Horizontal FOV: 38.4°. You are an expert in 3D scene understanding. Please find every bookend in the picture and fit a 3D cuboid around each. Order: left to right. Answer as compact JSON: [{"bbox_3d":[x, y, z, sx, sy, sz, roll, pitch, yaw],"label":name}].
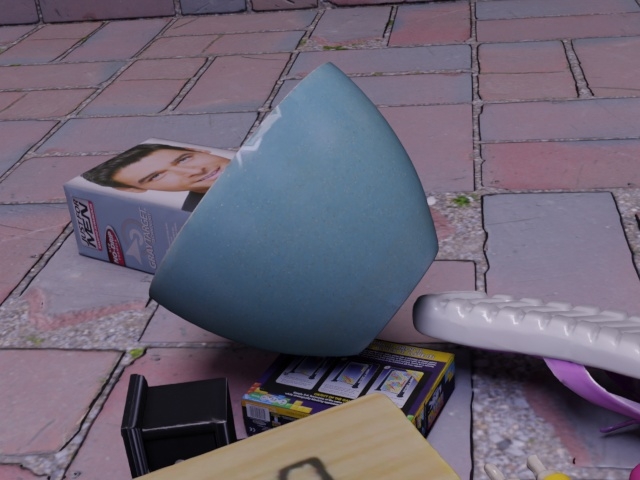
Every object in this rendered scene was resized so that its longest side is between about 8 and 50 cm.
[{"bbox_3d":[-0.067,0.183,0.742,0.157,0.156,0.072,-6,27,-3],"label":"bookend"}]

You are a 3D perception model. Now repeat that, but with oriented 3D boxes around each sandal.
[{"bbox_3d":[0.274,0.124,0.859,0.416,0.102,0.169,12,11,42],"label":"sandal"}]

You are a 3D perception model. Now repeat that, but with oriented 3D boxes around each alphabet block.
[{"bbox_3d":[0.000,0.243,0.577,0.197,0.192,0.193,-15,30,-20],"label":"alphabet block"}]

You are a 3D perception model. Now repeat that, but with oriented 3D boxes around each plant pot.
[{"bbox_3d":[0.000,0.000,0.904,0.195,0.290,0.290,37,36,2],"label":"plant pot"}]

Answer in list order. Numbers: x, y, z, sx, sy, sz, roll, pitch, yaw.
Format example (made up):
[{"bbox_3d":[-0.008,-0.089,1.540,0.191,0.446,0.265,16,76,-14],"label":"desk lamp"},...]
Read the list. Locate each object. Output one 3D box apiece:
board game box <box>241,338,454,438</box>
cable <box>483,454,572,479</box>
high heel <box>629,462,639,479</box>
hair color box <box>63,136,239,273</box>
[{"bbox_3d":[0.030,0.151,0.905,0.170,0.048,0.141,8,28,26],"label":"board game box"},{"bbox_3d":[0.197,0.261,0.632,0.139,0.072,0.287,-26,33,-24],"label":"cable"},{"bbox_3d":[0.428,0.155,0.671,0.377,0.181,0.127,2,28,14],"label":"high heel"},{"bbox_3d":[-0.139,-0.035,1.228,0.374,0.114,0.185,12,32,31],"label":"hair color box"}]
